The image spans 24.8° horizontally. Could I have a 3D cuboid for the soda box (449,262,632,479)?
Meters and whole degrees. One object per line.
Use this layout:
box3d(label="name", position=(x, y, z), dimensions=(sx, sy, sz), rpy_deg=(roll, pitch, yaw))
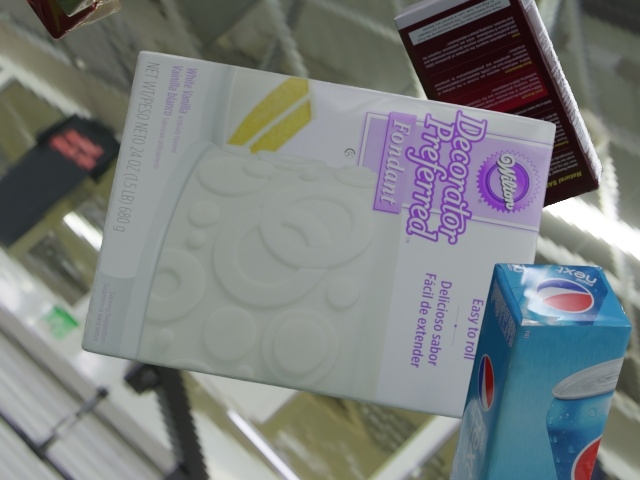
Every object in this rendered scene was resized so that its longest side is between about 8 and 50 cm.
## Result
box3d(label="soda box", position=(0.132, 0.119, 0.916), dimensions=(0.067, 0.071, 0.210), rpy_deg=(-104, -162, -56))

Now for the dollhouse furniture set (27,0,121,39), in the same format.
box3d(label="dollhouse furniture set", position=(-0.203, -0.282, 1.133), dimensions=(0.201, 0.152, 0.374), rpy_deg=(57, -29, -9))

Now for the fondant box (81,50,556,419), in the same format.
box3d(label="fondant box", position=(0.000, 0.000, 1.143), dimensions=(0.330, 0.238, 0.096), rpy_deg=(10, -7, -1))

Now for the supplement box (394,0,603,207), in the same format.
box3d(label="supplement box", position=(0.185, -0.147, 1.488), dimensions=(0.239, 0.130, 0.073), rpy_deg=(66, 22, -11))
